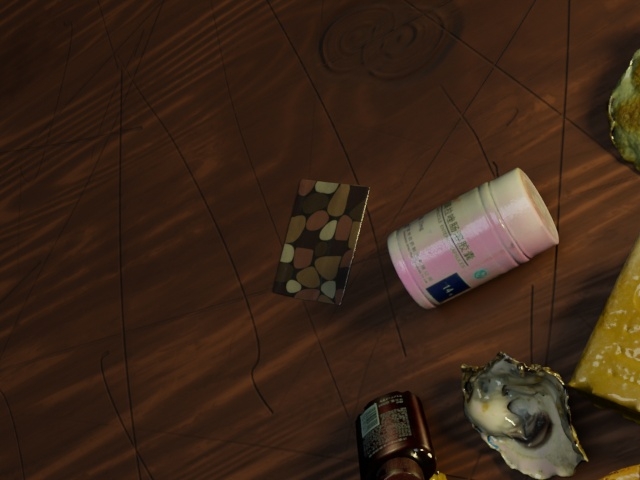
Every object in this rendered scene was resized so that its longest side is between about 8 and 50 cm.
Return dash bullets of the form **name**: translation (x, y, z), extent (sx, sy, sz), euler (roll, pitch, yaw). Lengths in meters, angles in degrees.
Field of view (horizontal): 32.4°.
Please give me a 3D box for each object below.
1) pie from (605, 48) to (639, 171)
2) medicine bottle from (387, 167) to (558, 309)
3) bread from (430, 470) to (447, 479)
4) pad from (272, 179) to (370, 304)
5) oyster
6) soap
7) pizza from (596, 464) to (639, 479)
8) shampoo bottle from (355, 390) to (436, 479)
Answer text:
- **pie**: translation (0.595, -0.218, 1.793), extent (0.274, 0.105, 0.257), euler (42, 110, 35)
- **medicine bottle**: translation (0.258, -0.002, 1.866), extent (0.254, 0.152, 0.152), euler (-29, 62, 19)
- **bread**: translation (0.107, 0.491, 1.785), extent (0.261, 0.160, 0.147), euler (-28, 68, 12)
- **pad**: translation (0.000, 0.000, 2.098), extent (0.158, 0.003, 0.235), euler (8, 78, 31)
- **oyster**: translation (0.328, 0.278, 1.761), extent (0.214, 0.083, 0.223), euler (-29, 85, 52)
- **soap**: translation (0.549, 0.153, 1.665), extent (0.259, 0.143, 0.281), euler (21, 79, 29)
- **pizza**: translation (0.460, 0.376, 1.419), extent (0.201, 0.053, 0.193), euler (-7, 58, 6)
- **shampoo bottle**: translation (0.119, 0.335, 1.743), extent (0.129, 0.323, 0.084), euler (-27, 101, 4)
